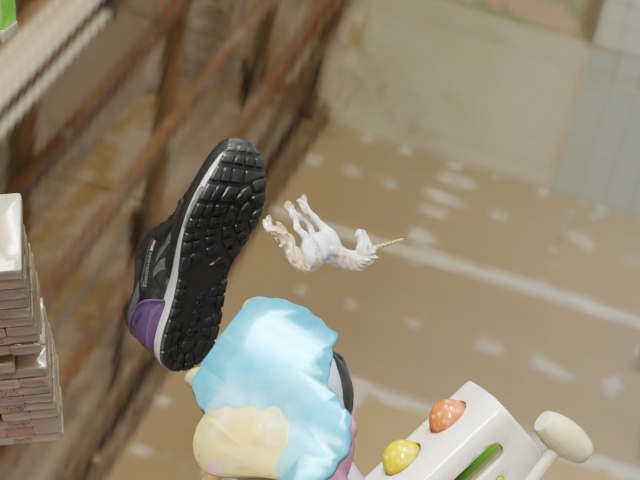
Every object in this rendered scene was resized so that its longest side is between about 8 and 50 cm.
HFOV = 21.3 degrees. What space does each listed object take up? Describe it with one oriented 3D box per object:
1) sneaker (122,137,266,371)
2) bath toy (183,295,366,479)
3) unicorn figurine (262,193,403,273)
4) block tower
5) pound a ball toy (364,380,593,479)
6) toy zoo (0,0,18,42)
[{"bbox_3d":[-0.163,0.000,1.966,0.107,0.124,0.283,4,-67,-47],"label":"sneaker"},{"bbox_3d":[-0.011,0.172,1.217,0.151,0.129,0.348,-54,-19,-15],"label":"bath toy"},{"bbox_3d":[0.000,0.000,1.935,0.162,0.111,0.060,-32,-8,-46],"label":"unicorn figurine"},{"bbox_3d":[-0.320,0.087,1.690,0.335,0.097,0.091,93,169,-56],"label":"block tower"},{"bbox_3d":[0.158,0.298,2.124,0.319,0.136,0.208,-43,16,-5],"label":"pound a ball toy"},{"bbox_3d":[-0.399,-0.351,1.691,0.030,0.192,0.293,-52,-30,-52],"label":"toy zoo"}]
